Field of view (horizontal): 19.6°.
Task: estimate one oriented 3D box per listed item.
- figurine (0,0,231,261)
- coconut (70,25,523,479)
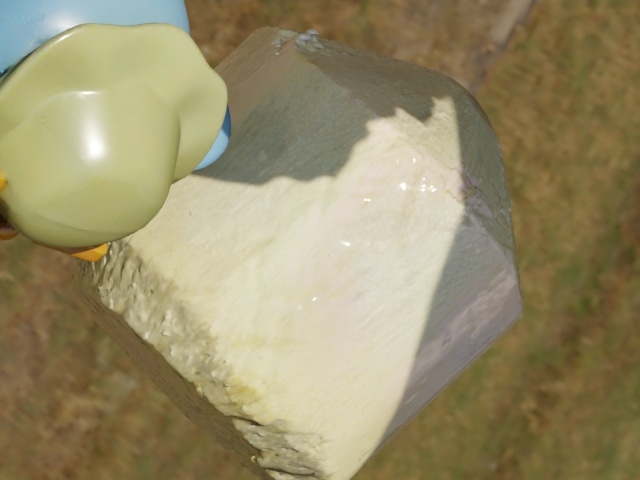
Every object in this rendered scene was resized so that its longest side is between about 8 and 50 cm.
[{"bbox_3d":[-0.126,-0.115,0.876,0.154,0.262,0.180,-15,143,15],"label":"figurine"},{"bbox_3d":[0.000,0.000,1.056,0.244,0.239,0.239,-46,145,-12],"label":"coconut"}]
